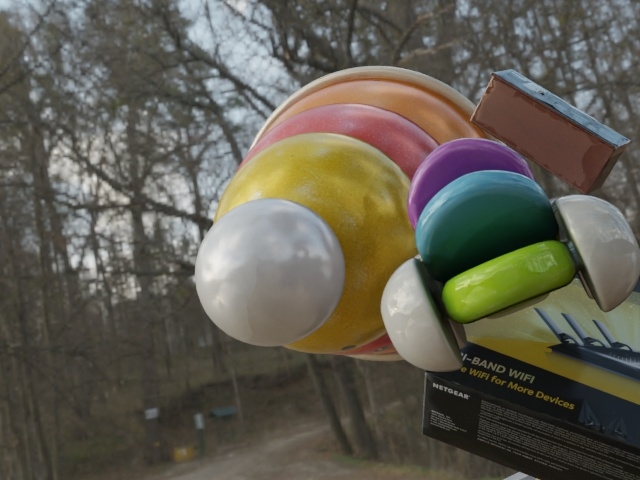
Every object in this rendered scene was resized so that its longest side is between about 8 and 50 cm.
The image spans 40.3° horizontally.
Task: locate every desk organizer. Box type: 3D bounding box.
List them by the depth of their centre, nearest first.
[{"bbox_3d":[0.203,-0.098,0.781,0.047,0.130,0.050,-21,-38,-53],"label":"desk organizer"}]

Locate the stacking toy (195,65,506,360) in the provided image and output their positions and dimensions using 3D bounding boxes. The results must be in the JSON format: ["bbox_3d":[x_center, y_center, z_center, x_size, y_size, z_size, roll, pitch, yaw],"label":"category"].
[{"bbox_3d":[0.000,0.000,0.852,0.350,0.351,0.480,-17,3,21],"label":"stacking toy"}]

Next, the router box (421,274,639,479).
[{"bbox_3d":[0.278,0.120,0.770,0.308,0.081,0.243,16,38,24],"label":"router box"}]

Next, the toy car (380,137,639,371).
[{"bbox_3d":[0.112,-0.002,0.581,0.159,0.136,0.182,-23,-2,12],"label":"toy car"}]

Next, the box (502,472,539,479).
[{"bbox_3d":[0.253,0.412,1.138,0.231,0.183,0.056,-21,-26,-17],"label":"box"}]
